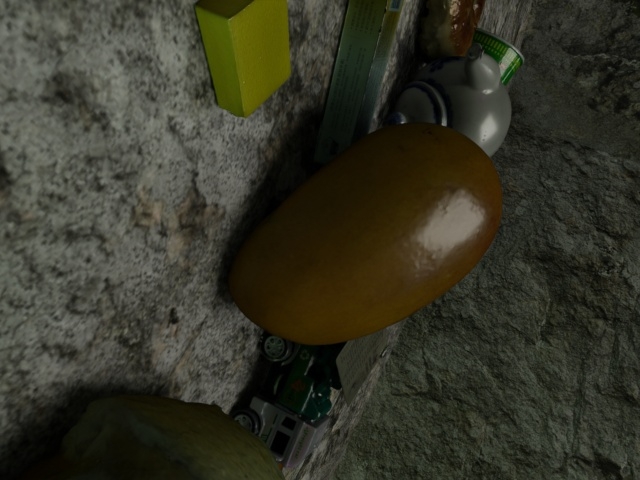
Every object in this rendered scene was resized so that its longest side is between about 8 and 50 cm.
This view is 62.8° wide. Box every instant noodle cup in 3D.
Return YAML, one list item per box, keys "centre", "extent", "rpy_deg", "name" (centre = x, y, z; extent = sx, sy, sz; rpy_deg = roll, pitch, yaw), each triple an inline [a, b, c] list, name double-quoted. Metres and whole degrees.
- centre: [0.391, -0.418, 1.408]
  extent: [0.232, 0.207, 0.207]
  rpy_deg: [-61, 163, 9]
  name: "instant noodle cup"

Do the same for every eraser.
- centre: [-0.075, -0.207, 0.552]
  extent: [0.097, 0.045, 0.122]
  rpy_deg: [-55, 160, -30]
  name: "eraser"

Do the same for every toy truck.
- centre: [-0.031, 0.258, 1.034]
  extent: [0.363, 0.178, 0.176]
  rpy_deg: [-64, 162, 1]
  name: "toy truck"

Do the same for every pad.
- centre: [0.086, 0.214, 0.996]
  extent: [0.159, 0.009, 0.265]
  rpy_deg: [-51, 153, -24]
  name: "pad"

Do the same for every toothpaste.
- centre: [0.061, -0.256, 0.836]
  extent: [0.089, 0.071, 0.312]
  rpy_deg: [-40, 148, -58]
  name: "toothpaste"

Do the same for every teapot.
- centre: [0.265, -0.271, 1.158]
  extent: [0.280, 0.252, 0.424]
  rpy_deg: [-12, 158, -27]
  name: "teapot"

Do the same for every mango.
- centre: [0.075, -0.002, 0.804]
  extent: [0.446, 0.232, 0.300]
  rpy_deg: [-30, 132, -13]
  name: "mango"

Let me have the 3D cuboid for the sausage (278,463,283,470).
- centre: [-0.153, 0.545, 1.153]
  extent: [0.274, 0.105, 0.105]
  rpy_deg: [-69, 162, 5]
  name: "sausage"

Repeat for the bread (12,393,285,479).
- centre: [-0.201, 0.316, 0.518]
  extent: [0.395, 0.239, 0.264]
  rpy_deg: [-56, 159, -31]
  name: "bread"

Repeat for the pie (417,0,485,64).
- centre: [0.310, -0.535, 1.166]
  extent: [0.315, 0.092, 0.315]
  rpy_deg: [-52, 155, -37]
  name: "pie"
